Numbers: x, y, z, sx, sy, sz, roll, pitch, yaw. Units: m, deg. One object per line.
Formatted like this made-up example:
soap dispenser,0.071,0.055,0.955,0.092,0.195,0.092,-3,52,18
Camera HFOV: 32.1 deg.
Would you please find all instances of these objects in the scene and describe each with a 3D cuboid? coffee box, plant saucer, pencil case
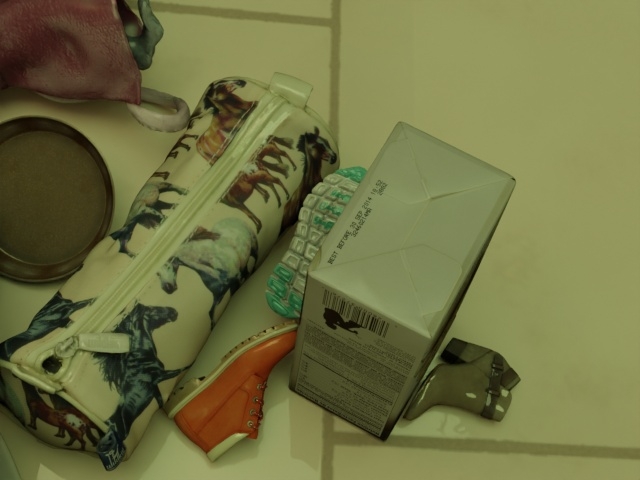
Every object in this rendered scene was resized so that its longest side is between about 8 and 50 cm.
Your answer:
coffee box,0.066,0.051,1.023,0.118,0.297,0.168,28,66,9
plant saucer,-0.287,-0.043,1.131,0.168,0.029,0.169,0,94,5
pencil case,-0.142,0.018,1.072,0.160,0.183,0.410,37,65,-3

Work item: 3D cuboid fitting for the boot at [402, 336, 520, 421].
boot,0.148,0.156,1.129,0.087,0.042,0.118,35,66,6

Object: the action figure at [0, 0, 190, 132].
action figure,-0.359,-0.200,1.179,0.370,0.248,0.276,-24,113,-5

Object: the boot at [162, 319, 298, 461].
boot,-0.069,0.145,1.077,0.158,0.059,0.085,-40,79,9

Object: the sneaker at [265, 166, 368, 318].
sneaker,0.000,0.000,1.111,0.065,0.076,0.166,33,90,5

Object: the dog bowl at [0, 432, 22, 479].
dog bowl,-0.275,0.283,0.889,0.104,0.265,0.265,-18,70,-14
